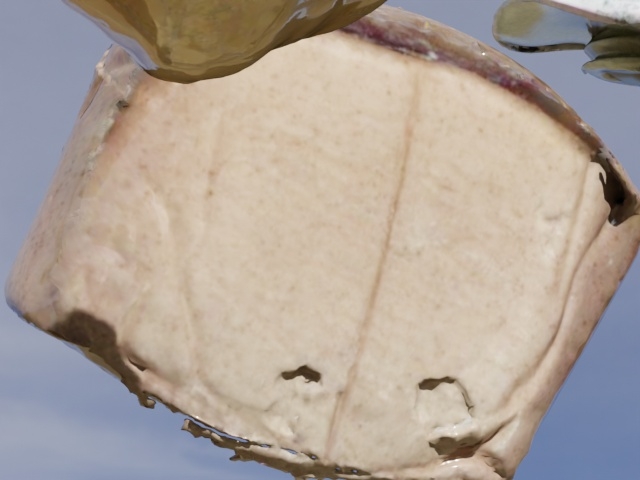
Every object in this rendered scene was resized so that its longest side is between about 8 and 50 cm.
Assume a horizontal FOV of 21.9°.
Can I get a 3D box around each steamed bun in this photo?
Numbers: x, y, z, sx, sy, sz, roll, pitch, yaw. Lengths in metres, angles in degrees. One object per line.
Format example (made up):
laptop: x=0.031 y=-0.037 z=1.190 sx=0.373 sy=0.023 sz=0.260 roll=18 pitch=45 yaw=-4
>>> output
steamed bun: x=0.000 y=0.000 z=0.908 sx=0.301 sy=0.251 sz=0.199 roll=23 pitch=-6 yaw=-12

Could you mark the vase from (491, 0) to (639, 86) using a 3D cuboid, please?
vase: x=0.216 y=-0.313 z=0.970 sx=0.250 sy=0.445 sz=0.250 roll=7 pitch=0 yaw=0

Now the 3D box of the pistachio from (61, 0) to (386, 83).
pistachio: x=-0.032 y=-0.158 z=0.530 sx=0.157 sy=0.157 sz=0.229 roll=2 pitch=-43 yaw=-5
